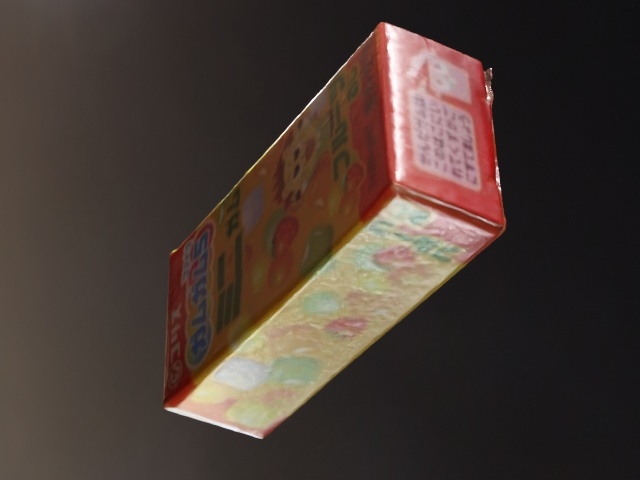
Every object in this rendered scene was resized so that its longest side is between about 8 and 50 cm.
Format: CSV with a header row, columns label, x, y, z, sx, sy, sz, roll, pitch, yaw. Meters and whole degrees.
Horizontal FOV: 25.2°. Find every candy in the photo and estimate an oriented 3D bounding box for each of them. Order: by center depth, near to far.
label,x,y,z,sx,sy,sz,roll,pitch,yaw
candy,0.000,0.000,0.410,0.122,0.038,0.062,-44,-144,40
